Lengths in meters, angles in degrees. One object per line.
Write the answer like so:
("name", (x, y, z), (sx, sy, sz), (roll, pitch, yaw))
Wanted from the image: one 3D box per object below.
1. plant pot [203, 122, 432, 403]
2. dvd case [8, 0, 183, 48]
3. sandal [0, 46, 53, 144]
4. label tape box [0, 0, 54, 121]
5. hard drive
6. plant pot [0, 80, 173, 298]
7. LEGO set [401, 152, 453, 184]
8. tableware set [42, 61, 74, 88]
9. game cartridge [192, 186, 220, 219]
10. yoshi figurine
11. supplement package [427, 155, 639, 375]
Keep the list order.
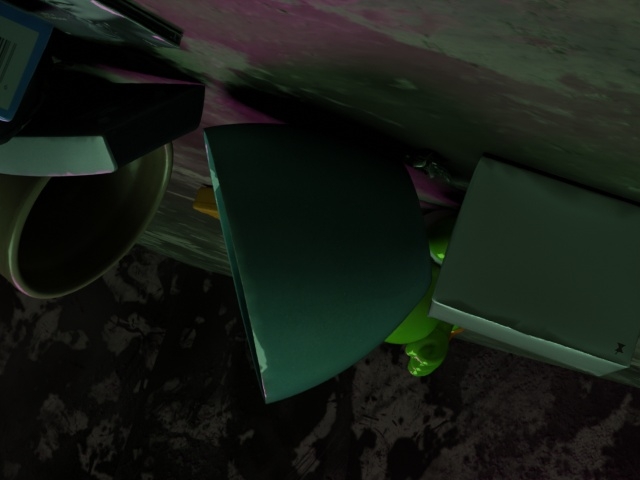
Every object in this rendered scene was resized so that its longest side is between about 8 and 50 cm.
("plant pot", (0.004, 0.005, 1.608), (0.195, 0.290, 0.290), (-13, 176, -5))
("dvd case", (-0.250, -0.221, 1.360), (0.165, 0.018, 0.221), (14, 172, 43))
("sandal", (-0.315, -0.139, 1.570), (0.097, 0.054, 0.254), (-11, -157, 12))
("label tape box", (-0.423, -0.220, 1.453), (0.241, 0.105, 0.334), (22, -179, -31))
("hard drive", (-0.257, -0.118, 1.624), (0.255, 0.054, 0.172), (4, -155, 39))
("plant pot", (-0.347, -0.099, 1.894), (0.229, 0.263, 0.263), (37, -178, 24))
("LEGO set", (0.106, -0.078, 1.551), (0.054, 0.023, 0.083), (25, -175, -30))
("tableware set", (-0.349, -0.181, 1.749), (0.104, 0.024, 0.154), (-18, -162, -33))
("game cartridge", (0.000, 0.000, 2.425), (0.324, 0.052, 0.285), (22, 173, -32))
("yoshi figurine", (0.108, 0.052, 1.839), (0.204, 0.203, 0.362), (20, 173, 3))
("supplement package", (0.219, 0.030, 1.523), (0.194, 0.149, 0.203), (19, 174, 5))
